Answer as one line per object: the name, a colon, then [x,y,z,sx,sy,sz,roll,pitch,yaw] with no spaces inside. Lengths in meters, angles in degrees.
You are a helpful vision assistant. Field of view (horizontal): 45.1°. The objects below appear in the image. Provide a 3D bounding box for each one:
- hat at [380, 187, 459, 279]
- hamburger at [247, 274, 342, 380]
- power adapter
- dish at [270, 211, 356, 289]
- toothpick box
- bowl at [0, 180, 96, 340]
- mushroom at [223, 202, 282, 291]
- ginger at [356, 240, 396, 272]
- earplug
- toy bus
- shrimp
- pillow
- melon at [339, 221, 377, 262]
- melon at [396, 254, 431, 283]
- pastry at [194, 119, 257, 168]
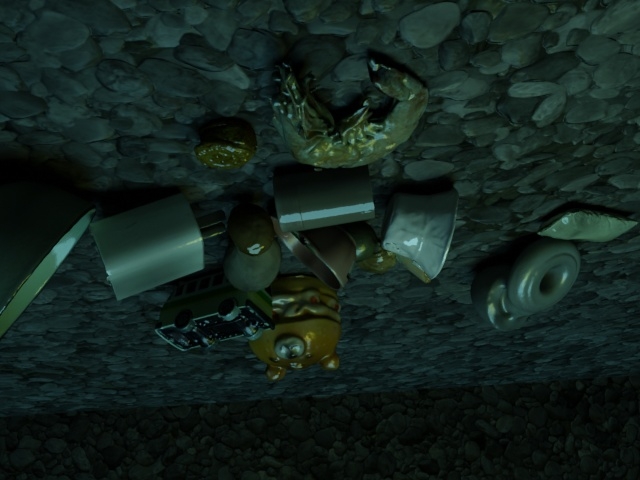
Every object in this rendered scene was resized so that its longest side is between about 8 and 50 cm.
hat: [0.194,-0.029,1.568,0.126,0.203,0.203,16,155,-3]
hamburger: [-0.072,0.233,2.018,0.276,0.237,0.276,-7,157,-3]
power adapter: [-0.305,0.001,1.505,0.255,0.124,0.187,-22,163,-16]
dish: [0.000,0.000,1.572,0.090,0.213,0.213,-44,160,-12]
toothpick box: [0.006,-0.080,1.440,0.180,0.111,0.111,-8,157,3]
bowl: [-0.573,0.027,1.346,0.185,0.354,0.354,36,145,-9]
mushroom: [-0.147,0.030,1.640,0.128,0.128,0.350,-3,158,-7]
ginger: [0.128,0.050,1.843,0.096,0.067,0.165,-6,162,-5]
earplug: [0.514,0.103,1.956,0.214,0.175,0.325,2,147,-33]
toy bus: [-0.255,0.164,1.893,0.276,0.165,0.133,-15,141,23]
shrimp: [0.040,-0.205,1.206,0.247,0.085,0.360,-25,156,19]
pillow: [0.618,-0.032,1.784,0.229,0.051,0.128,6,157,-31]
melon: [0.060,0.004,1.674,0.130,0.098,0.098,-12,158,31]
melon: [0.207,0.018,1.767,0.054,0.098,0.182,-31,141,-5]
pastry: [-0.157,-0.159,1.286,0.109,0.057,0.097,8,159,-24]
